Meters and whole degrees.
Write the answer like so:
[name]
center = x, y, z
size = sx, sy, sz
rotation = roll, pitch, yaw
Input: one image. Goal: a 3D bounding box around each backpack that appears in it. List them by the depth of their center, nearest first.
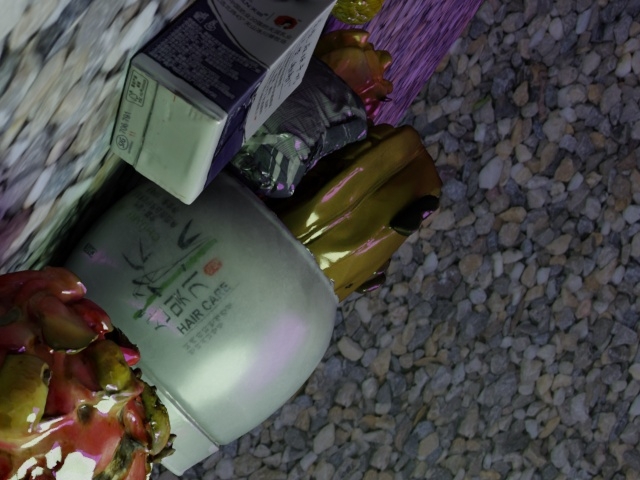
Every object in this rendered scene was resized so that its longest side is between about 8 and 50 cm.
[backpack]
center = -0.005, -0.004, 1.574
size = 0.353, 0.201, 0.378
rotation = -44, -174, -34

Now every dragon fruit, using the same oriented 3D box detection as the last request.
[dragon fruit]
center = -0.250, 0.157, 0.913
size = 0.269, 0.250, 0.291
rotation = -60, 166, -54

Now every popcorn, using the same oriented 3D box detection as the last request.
[popcorn]
center = 0.028, -0.218, 1.658
size = 0.148, 0.152, 0.167
rotation = -33, 157, -19

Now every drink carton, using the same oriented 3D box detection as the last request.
[drink carton]
center = -0.089, -0.161, 1.140
size = 0.222, 0.102, 0.134
rotation = -51, 171, -37

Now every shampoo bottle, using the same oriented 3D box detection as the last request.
[shampoo bottle]
center = -0.142, 0.081, 1.244
size = 0.266, 0.273, 0.273
rotation = -44, 173, -12

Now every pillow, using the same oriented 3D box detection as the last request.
[pillow]
center = -0.042, -0.143, 1.341
size = 0.092, 0.161, 0.335
rotation = -41, -178, 26

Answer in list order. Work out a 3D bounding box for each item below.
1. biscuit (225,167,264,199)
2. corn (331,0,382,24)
[biscuit]
center = -0.119, -0.060, 1.783
size = 0.359, 0.046, 0.359
rotation = -53, 175, -7
[corn]
center = 0.034, -0.305, 1.367
size = 0.097, 0.097, 0.320
rotation = -55, 176, 2
